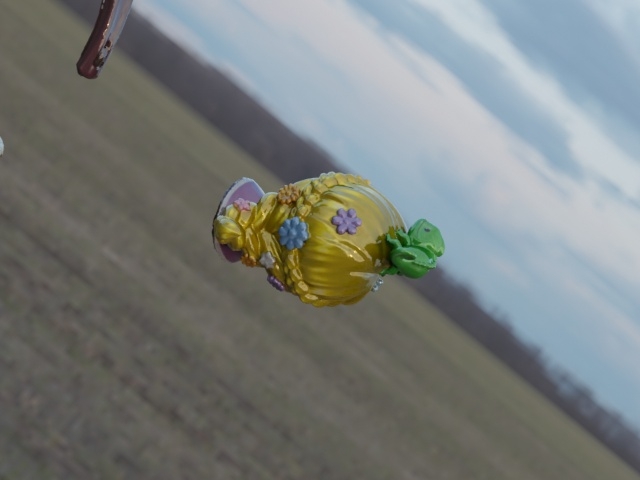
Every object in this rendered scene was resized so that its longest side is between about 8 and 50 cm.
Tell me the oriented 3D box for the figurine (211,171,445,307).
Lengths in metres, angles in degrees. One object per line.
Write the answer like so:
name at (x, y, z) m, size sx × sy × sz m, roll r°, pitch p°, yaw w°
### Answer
figurine at (0.000, 0.000, 1.344) m, size 0.156 × 0.094 × 0.115 m, roll 16°, pitch 11°, yaw 22°

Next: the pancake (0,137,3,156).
pancake at (-0.309, -0.119, 1.561) m, size 0.151 × 0.025 × 0.151 m, roll 44°, pitch -5°, yaw 4°

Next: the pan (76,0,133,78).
pan at (-0.118, -0.208, 1.306) m, size 0.040 × 0.212 × 0.115 m, roll 34°, pitch 10°, yaw 32°
